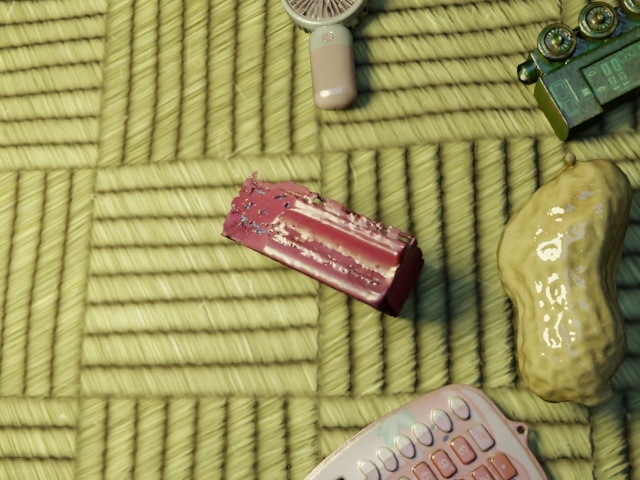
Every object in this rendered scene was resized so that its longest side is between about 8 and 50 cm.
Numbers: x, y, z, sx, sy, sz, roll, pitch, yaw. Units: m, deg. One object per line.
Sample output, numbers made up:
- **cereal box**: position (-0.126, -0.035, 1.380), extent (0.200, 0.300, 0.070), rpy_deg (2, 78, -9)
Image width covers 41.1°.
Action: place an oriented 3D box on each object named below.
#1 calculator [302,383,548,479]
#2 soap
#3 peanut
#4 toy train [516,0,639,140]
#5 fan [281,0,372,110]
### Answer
- **calculator**: position (0.115, 0.319, 1.024), extent (0.330, 0.048, 0.220), rpy_deg (-34, 70, -1)
- **soap**: position (0.000, 0.000, 1.073), extent (0.250, 0.162, 0.099), rpy_deg (25, 88, 18)
- **peanut**: position (0.287, 0.047, 1.014), extent (0.159, 0.143, 0.291), rpy_deg (-4, 78, 46)
- **toy train**: position (0.372, -0.235, 1.097), extent (0.226, 0.090, 0.137), rpy_deg (-27, 79, 3)
- **fan**: position (0.014, -0.297, 1.190), extent (0.130, 0.074, 0.244), rpy_deg (-8, 75, 9)
